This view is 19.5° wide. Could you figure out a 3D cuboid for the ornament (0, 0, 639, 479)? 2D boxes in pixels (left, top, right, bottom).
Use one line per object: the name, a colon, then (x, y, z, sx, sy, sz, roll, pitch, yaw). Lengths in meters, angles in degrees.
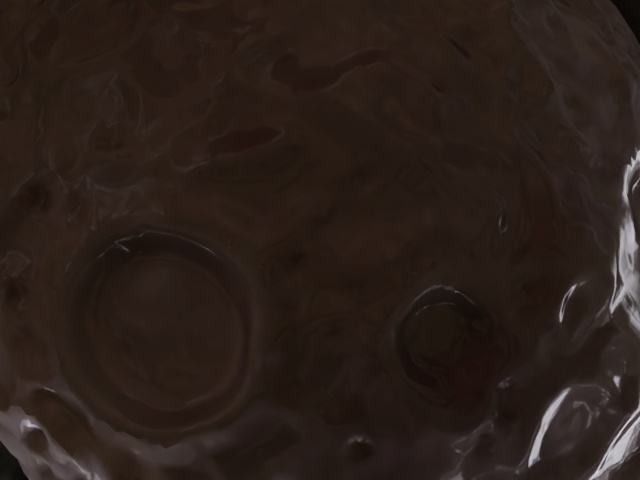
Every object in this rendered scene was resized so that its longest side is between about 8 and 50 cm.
ornament: (0.000, 0.000, 0.586, 0.225, 0.259, 0.259, -39, -145, -5)
